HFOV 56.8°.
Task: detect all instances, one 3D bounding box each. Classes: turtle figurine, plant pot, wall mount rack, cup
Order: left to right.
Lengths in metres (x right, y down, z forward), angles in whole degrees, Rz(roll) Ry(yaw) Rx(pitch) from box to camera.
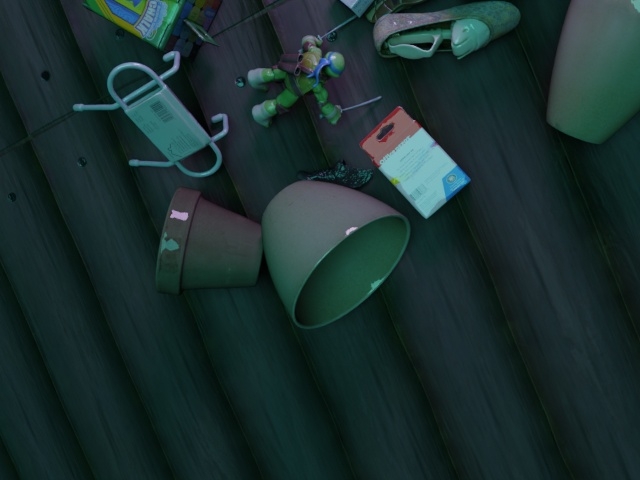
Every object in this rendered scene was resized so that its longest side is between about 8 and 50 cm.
[{"bbox_3d":[-0.403,-0.282,1.415,0.304,0.130,0.350,-25,134,12],"label":"wall mount rack"},{"bbox_3d":[-0.252,0.018,1.421,0.230,0.263,0.262,11,100,-5],"label":"plant pot"},{"bbox_3d":[-0.019,-0.363,1.373,0.267,0.274,0.197,-10,118,35],"label":"turtle figurine"},{"bbox_3d":[0.000,0.000,1.329,0.237,0.331,0.331,45,106,27],"label":"cup"},{"bbox_3d":[0.571,-0.342,1.176,0.257,0.256,0.273,24,120,10],"label":"plant pot"}]

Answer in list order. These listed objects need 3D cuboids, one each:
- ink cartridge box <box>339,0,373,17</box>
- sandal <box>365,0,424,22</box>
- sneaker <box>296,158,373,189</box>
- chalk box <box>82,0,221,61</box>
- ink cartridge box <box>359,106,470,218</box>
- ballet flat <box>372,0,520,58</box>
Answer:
[{"bbox_3d":[0.118,-0.611,1.316,0.207,0.046,0.097,-48,58,14],"label":"ink cartridge box"},{"bbox_3d":[0.185,-0.545,1.330,0.180,0.049,0.072,-20,87,30],"label":"sandal"},{"bbox_3d":[0.034,-0.159,1.414,0.170,0.051,0.089,23,102,5],"label":"sneaker"},{"bbox_3d":[-0.364,-0.550,1.395,0.289,0.180,0.179,31,104,7],"label":"chalk box"},{"bbox_3d":[0.214,-0.178,1.350,0.134,0.078,0.231,-43,86,15],"label":"ink cartridge box"},{"bbox_3d":[0.267,-0.440,1.283,0.316,0.107,0.106,-1,57,21],"label":"ballet flat"}]
